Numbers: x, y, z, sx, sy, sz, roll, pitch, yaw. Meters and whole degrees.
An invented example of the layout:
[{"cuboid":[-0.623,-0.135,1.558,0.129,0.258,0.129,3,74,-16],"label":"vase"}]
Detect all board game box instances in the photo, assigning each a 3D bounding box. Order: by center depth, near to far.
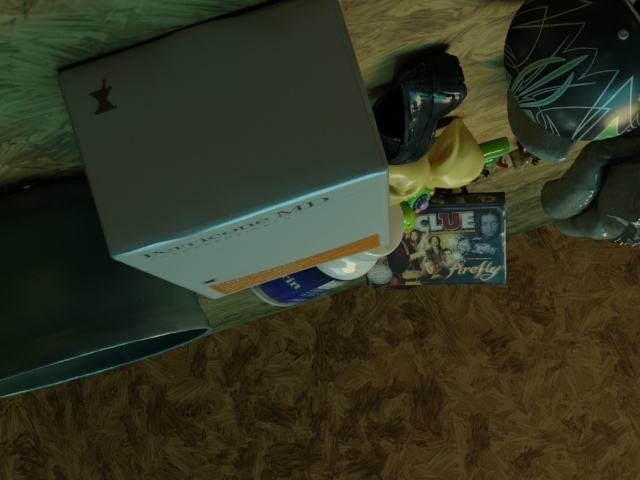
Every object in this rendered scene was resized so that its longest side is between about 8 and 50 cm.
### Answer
[{"cuboid":[0.195,-0.001,1.799,0.243,0.165,0.042,-2,-147,9],"label":"board game box"}]

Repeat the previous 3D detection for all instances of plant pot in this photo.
[{"cuboid":[-0.289,0.049,1.174,0.293,0.196,0.293,-16,173,-2],"label":"plant pot"}]

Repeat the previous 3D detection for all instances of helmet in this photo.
[{"cuboid":[0.244,-0.167,0.930,0.161,0.169,0.169,-32,-179,-33],"label":"helmet"}]

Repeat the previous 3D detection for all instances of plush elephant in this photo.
[{"cuboid":[0.369,-0.135,1.215,0.272,0.255,0.330,-10,-177,21],"label":"plush elephant"}]

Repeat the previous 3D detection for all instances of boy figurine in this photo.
[{"cuboid":[0.079,-0.088,1.397,0.285,0.092,0.177,-18,172,0],"label":"boy figurine"}]

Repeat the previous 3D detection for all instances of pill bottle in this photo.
[{"cuboid":[0.000,0.000,1.616,0.153,0.153,0.264,-11,169,-39],"label":"pill bottle"}]

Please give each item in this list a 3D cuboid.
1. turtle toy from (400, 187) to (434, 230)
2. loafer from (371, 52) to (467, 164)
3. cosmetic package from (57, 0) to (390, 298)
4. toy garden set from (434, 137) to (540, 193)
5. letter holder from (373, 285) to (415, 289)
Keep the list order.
[{"cuboid":[0.132,-0.065,1.635,0.095,0.066,0.130,-22,-159,34],"label":"turtle toy"},{"cuboid":[0.090,-0.138,1.145,0.078,0.076,0.223,-10,166,-14],"label":"loafer"},{"cuboid":[-0.060,-0.063,1.014,0.230,0.161,0.453,-17,172,2],"label":"cosmetic package"},{"cuboid":[0.284,-0.119,1.768,0.204,0.049,0.244,-16,172,-7],"label":"toy garden set"},{"cuboid":[0.207,-0.010,2.015,0.214,0.152,0.302,-21,172,13],"label":"letter holder"}]
